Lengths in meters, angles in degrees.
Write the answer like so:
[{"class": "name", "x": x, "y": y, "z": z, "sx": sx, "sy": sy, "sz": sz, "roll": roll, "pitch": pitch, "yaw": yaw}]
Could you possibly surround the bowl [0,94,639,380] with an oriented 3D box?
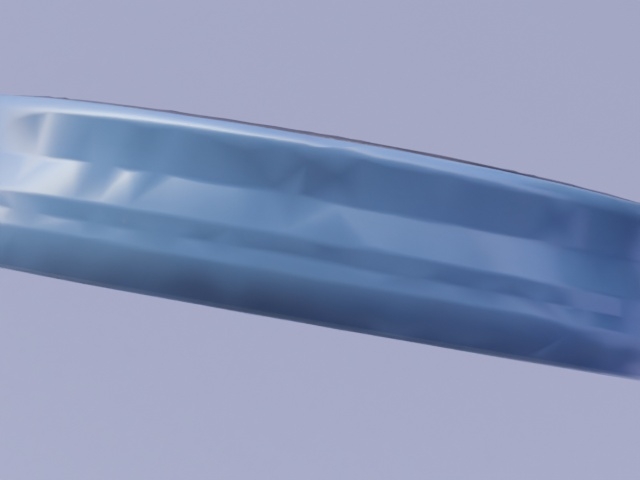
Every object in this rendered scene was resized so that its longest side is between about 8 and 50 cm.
[{"class": "bowl", "x": 0.000, "y": 0.000, "z": 0.903, "sx": 0.391, "sy": 0.391, "sz": 0.077, "roll": 10, "pitch": -92, "yaw": 12}]
